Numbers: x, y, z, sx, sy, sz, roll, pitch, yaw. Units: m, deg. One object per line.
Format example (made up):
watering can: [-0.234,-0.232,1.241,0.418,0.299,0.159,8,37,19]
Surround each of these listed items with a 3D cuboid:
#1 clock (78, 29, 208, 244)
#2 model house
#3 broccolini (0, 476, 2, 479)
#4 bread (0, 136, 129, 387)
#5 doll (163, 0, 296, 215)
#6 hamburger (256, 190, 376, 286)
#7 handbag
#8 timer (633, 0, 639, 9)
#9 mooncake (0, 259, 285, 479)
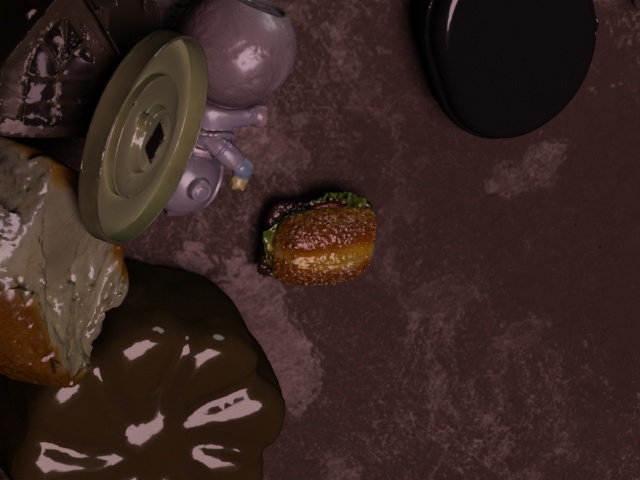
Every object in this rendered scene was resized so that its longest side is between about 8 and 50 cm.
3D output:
clock: [-0.183,-0.107,1.463,0.235,0.029,0.235,20,90,-75]
model house: [-0.270,-0.255,1.441,0.204,0.211,0.243,-4,120,-30]
broccolini: [-0.424,0.375,1.855,0.254,0.071,0.057,61,39,-46]
bread: [-0.358,0.008,1.492,0.279,0.250,0.225,67,38,-58]
doll: [-0.134,-0.154,1.629,0.151,0.151,0.287,11,115,-35]
hamburger: [0.000,0.000,1.831,0.166,0.087,0.137,-4,119,-28]
handbag: [0.243,-0.278,1.803,0.254,0.093,0.308,-32,129,-12]
timer: [0.538,-0.393,1.838,0.194,0.195,0.192,-30,129,-13]
mooncake: [-0.233,0.220,1.756,0.378,0.201,0.378,-14,123,-23]
